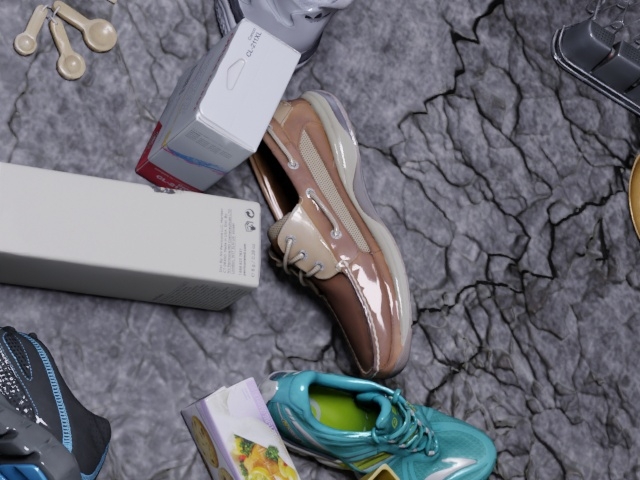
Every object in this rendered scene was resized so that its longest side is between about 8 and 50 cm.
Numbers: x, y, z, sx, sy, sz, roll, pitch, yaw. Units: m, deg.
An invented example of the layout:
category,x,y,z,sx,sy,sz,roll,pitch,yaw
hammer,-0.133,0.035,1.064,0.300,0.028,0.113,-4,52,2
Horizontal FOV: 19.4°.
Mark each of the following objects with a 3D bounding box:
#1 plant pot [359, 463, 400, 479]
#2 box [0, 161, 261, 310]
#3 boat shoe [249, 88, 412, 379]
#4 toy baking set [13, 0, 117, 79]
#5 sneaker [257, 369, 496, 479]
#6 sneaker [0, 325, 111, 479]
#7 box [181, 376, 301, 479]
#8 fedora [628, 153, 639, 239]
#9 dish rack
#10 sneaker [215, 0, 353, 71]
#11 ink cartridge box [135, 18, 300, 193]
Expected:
category,x,y,z,sx,sy,sz,roll,pitch,yaw
plant pot,0.047,0.287,1.898,0.081,0.083,0.081,-42,96,-29
box,-0.203,-0.001,1.845,0.275,0.113,0.094,10,70,-25
boat shoe,0.000,0.000,1.945,0.116,0.123,0.324,-12,68,-22
toy baking set,-0.309,-0.265,1.916,0.256,0.030,0.196,4,73,-26
sneaker,0.065,0.199,1.919,0.275,0.110,0.107,18,67,-22
sneaker,-0.340,0.118,1.757,0.341,0.125,0.139,49,33,-3
box,-0.037,0.296,1.864,0.063,0.067,0.324,-23,87,-29
fedora,0.456,-0.041,2.205,0.194,0.079,0.194,8,71,-24
dish rack,0.410,-0.287,2.263,0.208,0.074,0.271,30,62,-17
sneaker,-0.050,-0.375,1.975,0.137,0.210,0.365,-11,80,-29
ink cartridge box,-0.105,-0.129,1.894,0.072,0.175,0.127,31,64,-15
